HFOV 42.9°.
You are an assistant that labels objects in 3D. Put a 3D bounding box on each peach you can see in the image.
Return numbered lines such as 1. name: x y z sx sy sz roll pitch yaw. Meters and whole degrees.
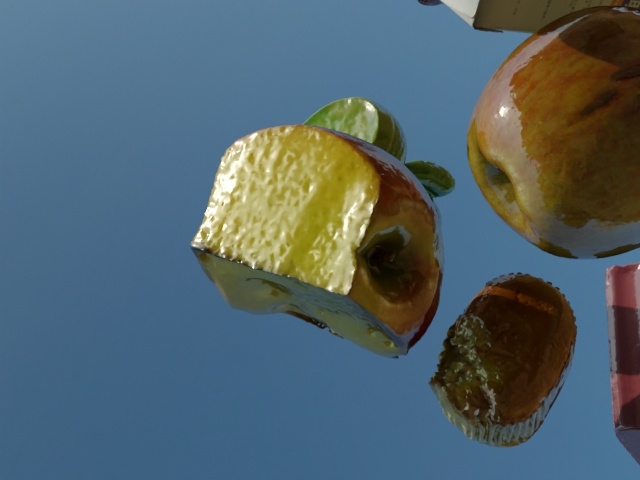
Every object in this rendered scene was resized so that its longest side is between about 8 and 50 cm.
1. peach: 0.000 0.000 1.103 0.306 0.380 0.243 39 -114 -44

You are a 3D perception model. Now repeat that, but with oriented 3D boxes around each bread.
1. bread: 0.276 0.173 1.211 0.179 0.133 0.250 28 -112 21

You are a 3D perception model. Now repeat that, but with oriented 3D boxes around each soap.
1. soap: 0.595 0.222 1.387 0.233 0.128 0.360 46 -141 -28

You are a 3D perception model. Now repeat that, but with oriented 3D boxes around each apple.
1. apple: 0.276 -0.103 0.859 0.264 0.264 0.265 9 -113 -22

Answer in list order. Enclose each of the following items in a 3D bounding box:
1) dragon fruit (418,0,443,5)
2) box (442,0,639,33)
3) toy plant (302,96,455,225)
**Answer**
1. dragon fruit: 0.094 -0.491 1.373 0.317 0.205 0.152 51 -129 -37
2. box: 0.326 -0.379 1.064 0.299 0.200 0.106 -2 -144 -25
3. toy plant: 0.101 -0.086 1.364 0.316 0.224 0.184 47 -173 -46
